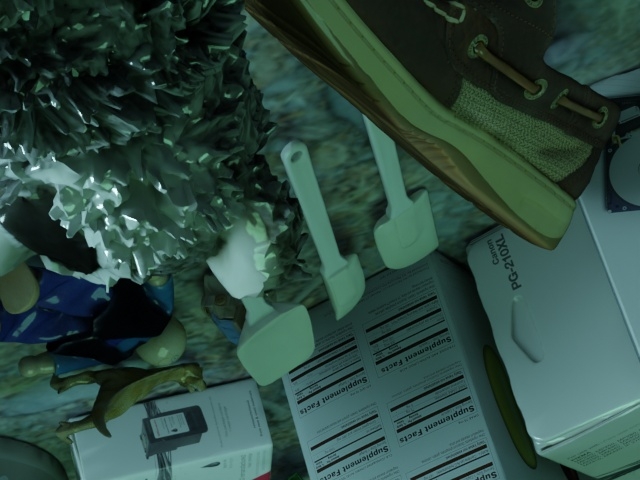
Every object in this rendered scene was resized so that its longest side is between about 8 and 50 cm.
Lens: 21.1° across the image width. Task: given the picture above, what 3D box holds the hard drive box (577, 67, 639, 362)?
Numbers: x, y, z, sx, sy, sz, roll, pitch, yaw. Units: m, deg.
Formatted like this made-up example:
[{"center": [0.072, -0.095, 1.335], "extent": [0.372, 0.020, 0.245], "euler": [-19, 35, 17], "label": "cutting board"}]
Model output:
[{"center": [0.264, -0.005, 1.066], "extent": [0.181, 0.232, 0.089], "euler": [-21, 152, 7], "label": "hard drive box"}]

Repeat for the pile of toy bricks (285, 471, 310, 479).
[{"center": [-0.027, 0.238, 1.513], "extent": [0.212, 0.118, 0.105], "euler": [-35, 180, 0], "label": "pile of toy bricks"}]

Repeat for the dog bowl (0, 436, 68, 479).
[{"center": [-0.362, 0.274, 1.370], "extent": [0.349, 0.102, 0.348], "euler": [-14, 153, -7], "label": "dog bowl"}]

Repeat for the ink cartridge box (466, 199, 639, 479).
[{"center": [0.222, 0.085, 1.269], "extent": [0.100, 0.172, 0.237], "euler": [-29, 150, 22], "label": "ink cartridge box"}]

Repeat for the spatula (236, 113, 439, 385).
[{"center": [0.000, 0.000, 1.102], "extent": [0.168, 0.019, 0.242], "euler": [-35, 152, -8], "label": "spatula"}]

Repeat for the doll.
[{"center": [-0.156, 0.055, 1.141], "extent": [0.129, 0.046, 0.189], "euler": [-40, 152, 21], "label": "doll"}]

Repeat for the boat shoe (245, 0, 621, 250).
[{"center": [0.064, -0.116, 0.909], "extent": [0.123, 0.123, 0.342], "euler": [-52, 135, 1], "label": "boat shoe"}]

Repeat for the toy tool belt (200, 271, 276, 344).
[{"center": [-0.053, 0.053, 1.190], "extent": [0.052, 0.051, 0.083], "euler": [-20, 152, 6], "label": "toy tool belt"}]

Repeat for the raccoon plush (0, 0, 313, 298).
[{"center": [-0.033, -0.137, 0.657], "extent": [0.446, 0.216, 0.299], "euler": [-33, 144, 28], "label": "raccoon plush"}]

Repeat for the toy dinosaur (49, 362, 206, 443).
[{"center": [-0.146, 0.106, 1.213], "extent": [0.093, 0.053, 0.183], "euler": [-19, 180, 21], "label": "toy dinosaur"}]

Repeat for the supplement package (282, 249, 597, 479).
[{"center": [0.094, 0.148, 1.281], "extent": [0.149, 0.203, 0.194], "euler": [-29, 151, 21], "label": "supplement package"}]

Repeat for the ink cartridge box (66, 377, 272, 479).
[{"center": [-0.119, 0.172, 1.356], "extent": [0.151, 0.063, 0.109], "euler": [-12, 152, -10], "label": "ink cartridge box"}]
